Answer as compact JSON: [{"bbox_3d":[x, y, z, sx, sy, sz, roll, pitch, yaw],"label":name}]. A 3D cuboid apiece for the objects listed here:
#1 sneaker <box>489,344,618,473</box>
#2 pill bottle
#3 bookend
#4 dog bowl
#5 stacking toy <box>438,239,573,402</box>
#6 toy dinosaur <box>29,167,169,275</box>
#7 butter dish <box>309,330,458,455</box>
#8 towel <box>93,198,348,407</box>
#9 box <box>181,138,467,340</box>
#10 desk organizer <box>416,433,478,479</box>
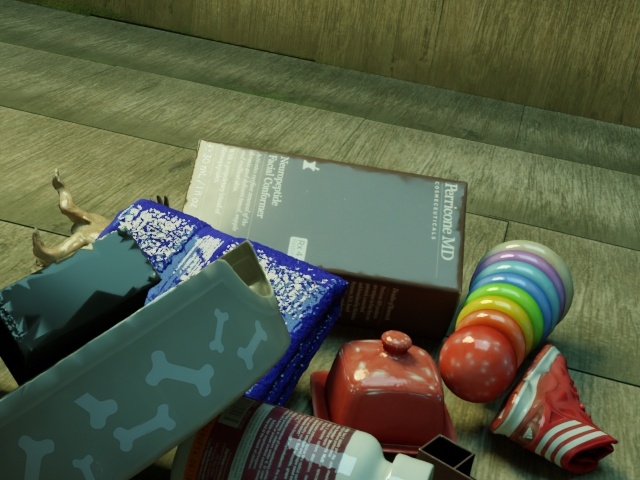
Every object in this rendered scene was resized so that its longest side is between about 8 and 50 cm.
[{"bbox_3d":[0.283,0.208,1.100,0.128,0.087,0.221,37,28,14],"label":"sneaker"},{"bbox_3d":[-0.015,0.223,0.861,0.221,0.121,0.121,15,24,13],"label":"pill bottle"},{"bbox_3d":[-0.262,0.077,0.994,0.157,0.156,0.072,-31,78,-26],"label":"bookend"},{"bbox_3d":[-0.178,0.131,0.810,0.102,0.349,0.349,56,30,-2],"label":"dog bowl"},{"bbox_3d":[0.226,0.112,1.183,0.141,0.141,0.330,17,24,18],"label":"stacking toy"},{"bbox_3d":[-0.279,0.015,1.261,0.200,0.127,0.295,12,28,-11],"label":"toy dinosaur"},{"bbox_3d":[0.076,0.157,1.053,0.160,0.118,0.160,6,24,-8],"label":"butter dish"},{"bbox_3d":[-0.150,0.076,1.078,0.308,0.076,0.227,21,63,21],"label":"towel"},{"bbox_3d":[0.000,0.000,1.281,0.382,0.143,0.191,9,55,-2],"label":"box"},{"bbox_3d":[0.157,0.253,0.946,0.130,0.050,0.047,25,28,33],"label":"desk organizer"}]
